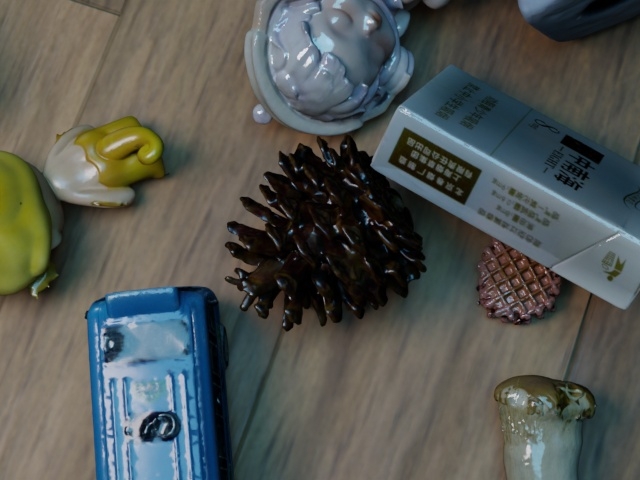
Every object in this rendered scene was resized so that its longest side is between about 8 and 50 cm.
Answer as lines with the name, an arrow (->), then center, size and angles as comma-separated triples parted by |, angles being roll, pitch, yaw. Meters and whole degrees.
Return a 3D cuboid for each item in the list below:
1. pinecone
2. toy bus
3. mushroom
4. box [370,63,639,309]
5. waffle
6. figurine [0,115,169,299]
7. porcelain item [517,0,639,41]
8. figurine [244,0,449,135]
pinecone -> -0.005, 0.002, 1.149 | 0.165, 0.163, 0.163 | -33, 76, 9
toy bus -> -0.131, 0.157, 1.119 | 0.114, 0.134, 0.246 | -6, 77, 1
mushroom -> 0.196, 0.216, 1.127 | 0.084, 0.071, 0.209 | 1, 77, -30
box -> 0.181, -0.051, 1.146 | 0.243, 0.155, 0.067 | 31, 121, 11
waffle -> 0.176, 0.033, 1.191 | 0.075, 0.029, 0.083 | 9, 74, 4
figurine -> -0.257, -0.034, 1.186 | 0.246, 0.131, 0.156 | -32, 74, -20
porcelain item -> 0.179, -0.389, 1.188 | 0.179, 0.242, 0.405 | -26, 79, 21
figurine -> 0.030, -0.189, 1.194 | 0.237, 0.141, 0.162 | -46, 119, -6
